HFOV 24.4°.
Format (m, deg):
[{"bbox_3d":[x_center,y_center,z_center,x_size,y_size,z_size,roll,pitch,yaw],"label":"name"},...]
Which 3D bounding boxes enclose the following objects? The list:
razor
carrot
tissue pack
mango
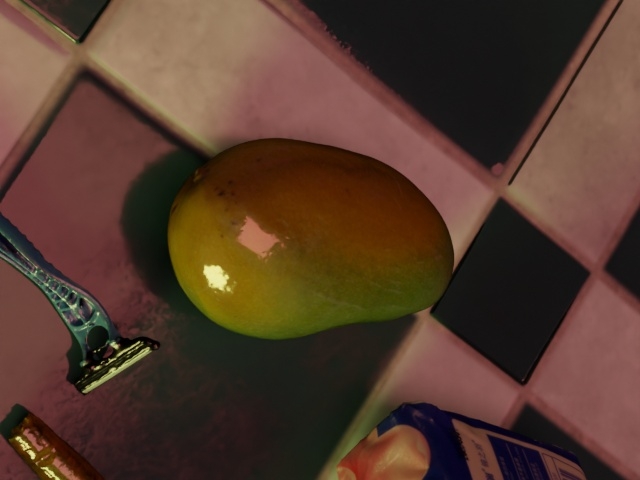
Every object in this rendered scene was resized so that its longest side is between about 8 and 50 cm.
[{"bbox_3d":[-0.232,0.010,1.099,0.082,0.042,0.253,-34,112,25],"label":"razor"},{"bbox_3d":[-0.180,0.201,1.142,0.042,0.042,0.171,-44,108,-15],"label":"carrot"},{"bbox_3d":[0.140,0.279,1.170,0.209,0.270,0.137,19,123,-28],"label":"tissue pack"},{"bbox_3d":[0.000,0.000,1.165,0.251,0.114,0.156,2,87,-24],"label":"mango"}]
